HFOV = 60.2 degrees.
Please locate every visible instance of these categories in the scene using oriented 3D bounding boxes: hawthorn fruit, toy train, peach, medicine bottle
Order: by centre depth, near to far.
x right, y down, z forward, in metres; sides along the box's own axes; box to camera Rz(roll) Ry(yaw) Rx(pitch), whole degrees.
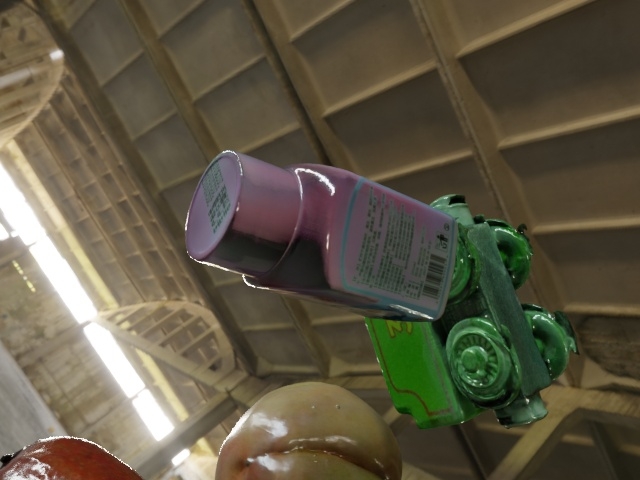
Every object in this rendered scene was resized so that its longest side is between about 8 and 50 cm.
[{"bbox_3d":[0.000,0.000,0.422,0.188,0.094,0.119,18,-11,-34],"label":"medicine bottle"},{"bbox_3d":[-0.239,0.302,0.543,0.251,0.189,0.189,11,-48,27],"label":"hawthorn fruit"},{"bbox_3d":[0.142,0.083,0.594,0.188,0.132,0.243,-35,-112,47],"label":"toy train"},{"bbox_3d":[-0.015,0.329,0.724,0.247,0.292,0.292,-23,-78,34],"label":"peach"}]
